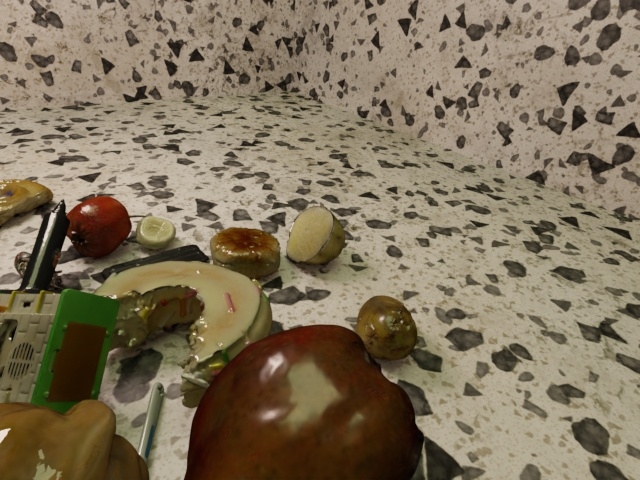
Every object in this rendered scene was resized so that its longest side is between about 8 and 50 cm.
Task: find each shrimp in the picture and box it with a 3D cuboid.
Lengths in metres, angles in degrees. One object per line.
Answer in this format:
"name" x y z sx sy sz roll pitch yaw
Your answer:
"shrimp" -0.676 0.082 0.967 0.190 0.073 0.075 28 26 28

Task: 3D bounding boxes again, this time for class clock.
"clock" -0.499 0.199 0.683 0.256 0.106 0.219 -3 70 22

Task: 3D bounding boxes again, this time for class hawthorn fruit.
"hawthorn fruit" -0.032 0.271 0.568 0.325 0.307 0.308 -7 32 -43
"hawthorn fruit" -0.578 -0.058 1.148 0.166 0.165 0.285 18 24 19

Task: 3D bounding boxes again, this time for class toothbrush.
"toothbrush" -0.288 0.373 0.598 0.040 0.040 0.386 0 30 -9

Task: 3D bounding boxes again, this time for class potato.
"potato" 0.000 0.000 1.175 0.117 0.182 0.202 31 -6 -35
"potato" 0.147 0.194 0.887 0.138 0.137 0.176 10 10 5

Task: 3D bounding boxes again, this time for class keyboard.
"keyboard" -0.442 0.067 1.085 0.263 0.016 0.106 -18 39 -35

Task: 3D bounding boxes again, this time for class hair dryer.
"hair dryer" -0.602 0.047 0.896 0.189 0.107 0.351 3 59 -10

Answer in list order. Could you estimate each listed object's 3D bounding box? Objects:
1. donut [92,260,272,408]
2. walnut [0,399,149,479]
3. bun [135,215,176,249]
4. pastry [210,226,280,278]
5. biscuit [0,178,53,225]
"donut" -0.270 0.165 0.822 0.372 0.150 0.307 18 31 22
"walnut" -0.323 0.307 0.417 0.297 0.285 0.285 33 26 -19
"bun" -0.480 -0.016 1.164 0.115 0.069 0.115 14 45 -15
"pastry" -0.206 0.033 1.108 0.193 0.093 0.182 1 31 -17
"biscuit" -0.993 -0.117 1.220 0.214 0.091 0.274 10 34 3
